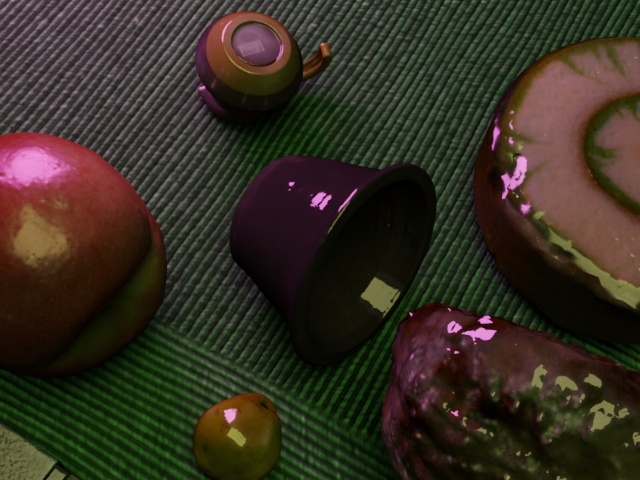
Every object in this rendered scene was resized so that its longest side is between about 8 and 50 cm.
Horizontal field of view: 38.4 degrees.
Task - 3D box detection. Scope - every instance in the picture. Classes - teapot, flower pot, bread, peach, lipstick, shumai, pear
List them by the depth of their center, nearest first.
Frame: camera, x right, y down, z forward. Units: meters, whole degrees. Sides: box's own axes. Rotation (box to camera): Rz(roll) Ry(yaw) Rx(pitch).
[{"bbox_3d":[0.199,0.276,0.832,0.395,0.395,0.348,23,85,5],"label":"shumai"},{"bbox_3d":[-0.226,0.272,0.908,0.312,0.051,0.051,32,65,7],"label":"lipstick"},{"bbox_3d":[-0.281,0.012,0.916,0.252,0.252,0.252,2,65,-5],"label":"peach"},{"bbox_3d":[-0.083,0.199,0.937,0.092,0.092,0.097,25,66,6],"label":"pear"},{"bbox_3d":[0.000,0.000,0.987,0.148,0.235,0.235,30,64,31],"label":"flower pot"},{"bbox_3d":[0.370,-0.066,1.086,0.366,0.129,0.382,28,64,10],"label":"bread"},{"bbox_3d":[-0.072,-0.208,1.111,0.166,0.119,0.130,-8,74,-19],"label":"teapot"}]
